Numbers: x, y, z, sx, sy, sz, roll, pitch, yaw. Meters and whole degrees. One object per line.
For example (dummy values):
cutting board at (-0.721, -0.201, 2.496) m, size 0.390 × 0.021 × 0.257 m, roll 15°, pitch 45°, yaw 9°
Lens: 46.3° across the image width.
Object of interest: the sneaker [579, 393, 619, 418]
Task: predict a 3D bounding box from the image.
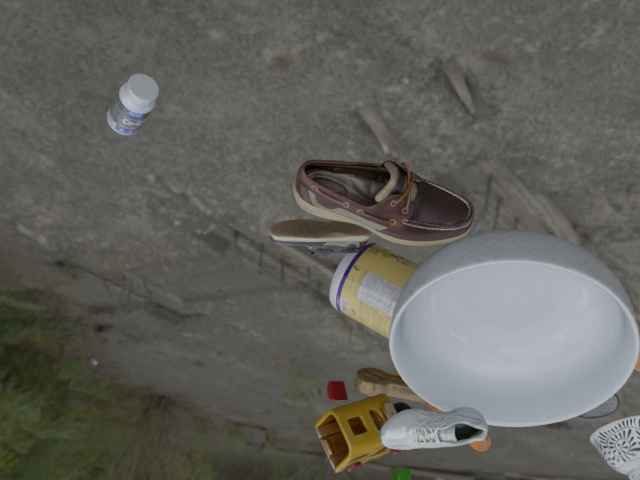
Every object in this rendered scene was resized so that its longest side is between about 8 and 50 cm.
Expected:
sneaker at (0.582, 0.360, 1.783) m, size 0.226 × 0.086 × 0.163 m, roll -2°, pitch -173°, yaw 13°

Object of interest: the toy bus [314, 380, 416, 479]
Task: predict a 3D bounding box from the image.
toy bus at (0.096, 0.317, 1.282) m, size 0.190 × 0.202 × 0.104 m, roll 27°, pitch 137°, yaw -5°

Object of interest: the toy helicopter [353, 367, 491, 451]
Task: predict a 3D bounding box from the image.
toy helicopter at (0.248, 0.344, 1.637) m, size 0.354 × 0.140 × 0.235 m, roll 10°, pitch -162°, yaw 2°

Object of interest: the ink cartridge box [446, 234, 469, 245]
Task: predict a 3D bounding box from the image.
ink cartridge box at (0.337, 0.081, 1.819) m, size 0.128 × 0.176 × 0.127 m, roll 37°, pitch -172°, yaw 5°

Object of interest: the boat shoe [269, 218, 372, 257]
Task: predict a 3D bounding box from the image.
boat shoe at (0.000, 0.000, 2.026) m, size 0.285 × 0.103 × 0.092 m, roll -3°, pitch 123°, yaw -20°

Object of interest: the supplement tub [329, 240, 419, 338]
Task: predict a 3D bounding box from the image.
supplement tub at (0.220, 0.168, 2.249) m, size 0.331 × 0.241 × 0.241 m, roll 27°, pitch 166°, yaw 25°

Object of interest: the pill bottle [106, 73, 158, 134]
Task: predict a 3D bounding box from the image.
pill bottle at (-0.393, -0.286, 1.574) m, size 0.078 × 0.078 × 0.137 m, roll 21°, pitch 148°, yaw -23°

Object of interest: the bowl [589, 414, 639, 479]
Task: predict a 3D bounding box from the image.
bowl at (0.570, 0.374, 1.317) m, size 0.170 × 0.080 × 0.170 m, roll -1°, pitch 143°, yaw -1°

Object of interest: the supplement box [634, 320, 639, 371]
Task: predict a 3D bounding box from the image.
supplement box at (0.604, 0.187, 1.561) m, size 0.233 × 0.080 × 0.078 m, roll 27°, pitch 117°, yaw -26°

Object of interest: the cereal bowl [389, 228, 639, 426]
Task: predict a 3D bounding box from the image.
cereal bowl at (0.272, 0.112, 1.085) m, size 0.338 × 0.141 × 0.339 m, roll 6°, pitch 130°, yaw 7°

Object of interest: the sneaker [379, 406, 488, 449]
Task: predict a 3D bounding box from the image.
sneaker at (0.157, 0.260, 1.031) m, size 0.152 × 0.054 × 0.061 m, roll -8°, pitch -179°, yaw -2°

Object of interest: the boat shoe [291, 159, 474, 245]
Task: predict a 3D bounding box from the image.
boat shoe at (0.120, -0.081, 1.342) m, size 0.341 × 0.123 × 0.123 m, roll 15°, pitch 159°, yaw -2°
